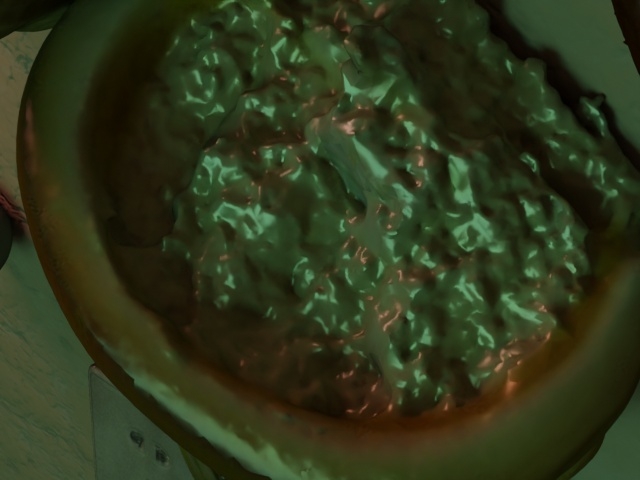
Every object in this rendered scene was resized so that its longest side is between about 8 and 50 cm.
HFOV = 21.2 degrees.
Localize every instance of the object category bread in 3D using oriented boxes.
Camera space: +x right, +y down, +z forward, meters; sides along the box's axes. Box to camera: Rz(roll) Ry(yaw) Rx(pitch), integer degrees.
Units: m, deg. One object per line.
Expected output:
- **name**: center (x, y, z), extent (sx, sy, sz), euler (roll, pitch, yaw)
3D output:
- **bread**: center (0.017, -0.015, 1.086), extent (0.424, 0.329, 0.245), euler (39, -170, 14)

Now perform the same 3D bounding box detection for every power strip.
- **power strip**: center (-0.145, 0.232, 1.700), extent (0.198, 0.064, 0.213), euler (26, 130, 36)

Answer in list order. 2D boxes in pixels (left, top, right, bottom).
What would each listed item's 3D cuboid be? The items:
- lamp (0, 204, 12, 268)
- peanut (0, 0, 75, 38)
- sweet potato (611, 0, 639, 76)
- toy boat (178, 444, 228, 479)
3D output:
- **lamp**: center (-0.351, -0.004, 1.653), extent (0.105, 0.105, 0.105), euler (33, 147, 25)
- **peanut**: center (-0.215, -0.183, 1.078), extent (0.147, 0.305, 0.147), euler (8, 113, 20)
- **sweet potato**: center (0.229, -0.033, 0.862), extent (0.112, 0.112, 0.359), euler (-8, 102, 55)
- **toy boat**: center (-0.070, 0.168, 1.501), extent (0.115, 0.089, 0.310), euler (31, 147, 43)
